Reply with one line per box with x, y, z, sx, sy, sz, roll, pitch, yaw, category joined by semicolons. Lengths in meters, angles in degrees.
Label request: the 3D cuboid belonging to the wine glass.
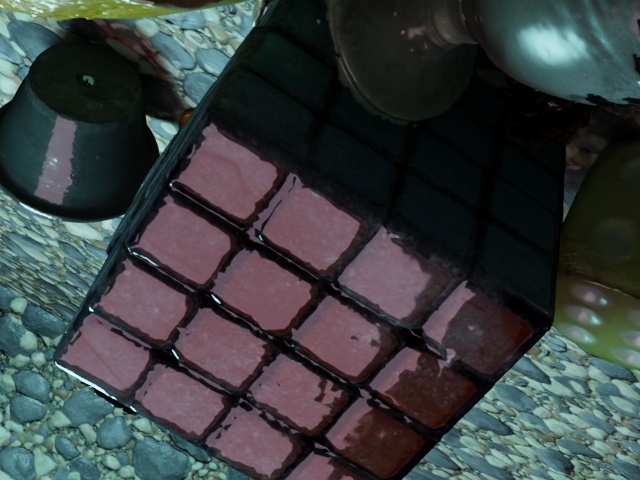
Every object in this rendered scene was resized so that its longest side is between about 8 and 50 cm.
0.174;-0.184;0.915;0.357;0.190;0.190;3;146;49;wine glass

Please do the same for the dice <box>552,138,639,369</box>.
0.317;0.018;1.198;0.166;0.169;0.169;24;158;16;dice

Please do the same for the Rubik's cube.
0.000;0.000;1.184;0.344;0.337;0.344;33;124;-11;Rubik's cube

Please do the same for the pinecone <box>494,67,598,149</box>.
0.204;-0.143;1.111;0.102;0.102;0.109;11;118;39;pinecone

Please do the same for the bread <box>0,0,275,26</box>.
-0.222;-0.313;1.046;0.394;0.250;0.361;2;145;49;bread

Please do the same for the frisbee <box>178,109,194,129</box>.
-0.110;-0.105;1.653;0.192;0.035;0.192;25;158;11;frisbee

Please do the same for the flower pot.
-0.311;-0.158;1.594;0.235;0.235;0.148;28;138;5;flower pot
